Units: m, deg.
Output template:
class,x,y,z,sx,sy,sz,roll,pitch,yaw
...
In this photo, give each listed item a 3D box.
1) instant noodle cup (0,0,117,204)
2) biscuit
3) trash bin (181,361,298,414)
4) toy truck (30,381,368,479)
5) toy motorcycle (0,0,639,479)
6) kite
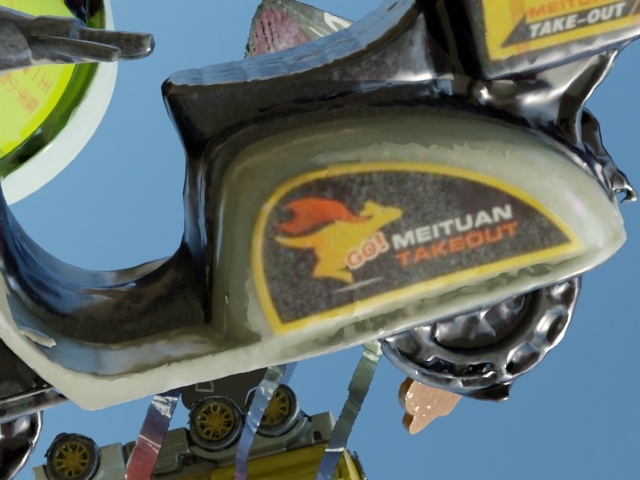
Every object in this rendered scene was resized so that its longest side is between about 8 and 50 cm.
class,x,y,z,sx,sy,sz,roll,pitch,yaw
instant noodle cup,-0.288,-0.177,0.646,0.294,0.308,0.293,-7,-116,14
biscuit,0.143,0.200,1.649,0.023,0.140,0.118,34,-85,35
trash bin,-0.084,0.096,1.502,0.115,0.225,0.165,2,-80,8
toy truck,-0.080,0.178,0.874,0.227,0.098,0.114,-14,-113,4
toy motorcycle,-0.033,-0.016,0.361,0.263,0.157,0.091,-15,-160,-5
kite,-0.011,0.025,0.775,0.022,0.204,0.360,-17,-134,61
